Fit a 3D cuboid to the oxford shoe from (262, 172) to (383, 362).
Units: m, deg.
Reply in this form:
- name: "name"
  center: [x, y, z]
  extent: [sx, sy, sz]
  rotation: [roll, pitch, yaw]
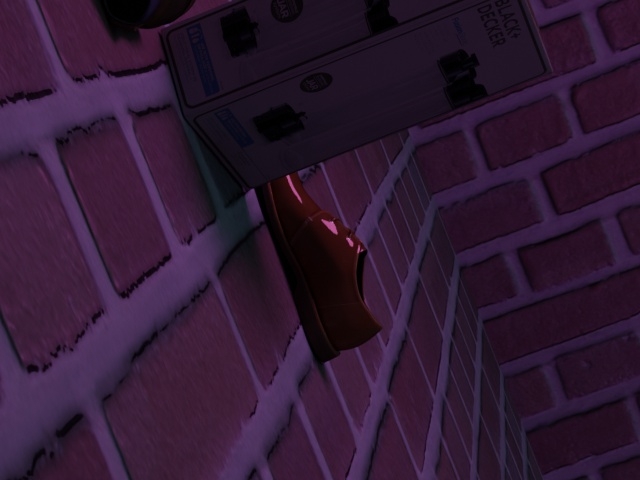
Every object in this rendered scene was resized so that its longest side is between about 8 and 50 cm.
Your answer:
- name: "oxford shoe"
  center: [0.000, 0.000, 1.663]
  extent: [0.076, 0.076, 0.212]
  rotation: [26, 42, -76]

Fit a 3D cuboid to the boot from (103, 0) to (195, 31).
- name: "boot"
  center: [-0.111, -0.255, 1.323]
  extent: [0.106, 0.082, 0.219]
  rotation: [-61, 161, -69]

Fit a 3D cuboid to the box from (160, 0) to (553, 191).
- name: "box"
  center: [0.034, -0.157, 1.513]
  extent: [0.169, 0.290, 0.087]
  rotation: [54, 16, -64]
